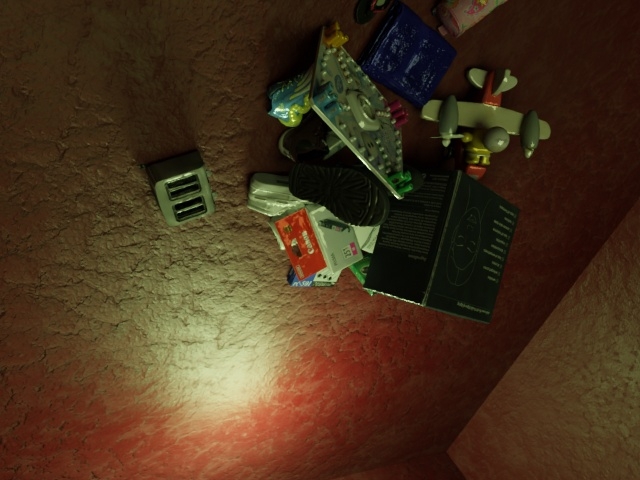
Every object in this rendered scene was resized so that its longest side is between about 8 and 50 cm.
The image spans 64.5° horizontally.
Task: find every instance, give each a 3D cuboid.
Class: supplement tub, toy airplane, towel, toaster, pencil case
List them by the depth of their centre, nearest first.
[{"bbox_3d":[-0.401,-0.150,1.454,0.185,0.110,0.168,-21,132,-18],"label":"toaster"},{"bbox_3d":[0.489,-0.745,1.555,0.284,0.124,0.124,-38,136,0],"label":"pencil case"},{"bbox_3d":[0.282,-0.566,1.589,0.308,0.076,0.228,17,114,-41],"label":"towel"},{"bbox_3d":[0.036,-0.316,1.634,0.107,0.071,0.071,-37,136,-2],"label":"supplement tub"},{"bbox_3d":[0.586,-0.407,1.772,0.386,0.272,0.384,-32,120,9],"label":"toy airplane"}]

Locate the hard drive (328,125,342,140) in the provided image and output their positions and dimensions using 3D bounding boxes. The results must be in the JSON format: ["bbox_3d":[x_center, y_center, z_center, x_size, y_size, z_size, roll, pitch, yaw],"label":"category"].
[{"bbox_3d":[0.114,-0.382,1.547,0.254,0.054,0.172,0,96,-56],"label":"hard drive"}]

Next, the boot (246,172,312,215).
[{"bbox_3d":[-0.109,-0.137,1.649,0.258,0.095,0.123,11,128,-13],"label":"boot"}]

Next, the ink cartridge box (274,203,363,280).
[{"bbox_3d":[0.000,0.000,1.733,0.239,0.060,0.275,-28,124,-10],"label":"ink cartridge box"}]

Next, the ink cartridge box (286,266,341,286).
[{"bbox_3d":[-0.022,0.130,1.974,0.207,0.046,0.097,6,120,-36],"label":"ink cartridge box"}]

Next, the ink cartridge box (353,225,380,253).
[{"bbox_3d":[0.165,-0.053,1.917,0.218,0.092,0.158,18,113,-44],"label":"ink cartridge box"}]

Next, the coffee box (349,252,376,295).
[{"bbox_3d":[0.204,0.132,2.026,0.113,0.184,0.040,-19,136,-22],"label":"coffee box"}]

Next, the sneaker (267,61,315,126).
[{"bbox_3d":[-0.074,-0.422,1.431,0.126,0.091,0.240,10,138,-29],"label":"sneaker"}]

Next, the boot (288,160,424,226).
[{"bbox_3d":[0.179,-0.160,1.573,0.445,0.367,0.146,-6,117,-47],"label":"boot"}]

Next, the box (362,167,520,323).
[{"bbox_3d":[0.466,0.027,1.908,0.480,0.297,0.472,20,84,-43],"label":"box"}]

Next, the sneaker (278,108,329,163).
[{"bbox_3d":[0.014,-0.329,1.541,0.281,0.162,0.106,-43,136,4],"label":"sneaker"}]

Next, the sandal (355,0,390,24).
[{"bbox_3d":[0.173,-0.686,1.444,0.179,0.040,0.067,-39,136,0],"label":"sandal"}]

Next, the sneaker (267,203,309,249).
[{"bbox_3d":[-0.066,-0.016,1.794,0.169,0.108,0.292,-40,126,3],"label":"sneaker"}]

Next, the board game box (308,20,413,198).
[{"bbox_3d":[0.128,-0.364,1.394,0.050,0.390,0.390,-27,128,31],"label":"board game box"}]
